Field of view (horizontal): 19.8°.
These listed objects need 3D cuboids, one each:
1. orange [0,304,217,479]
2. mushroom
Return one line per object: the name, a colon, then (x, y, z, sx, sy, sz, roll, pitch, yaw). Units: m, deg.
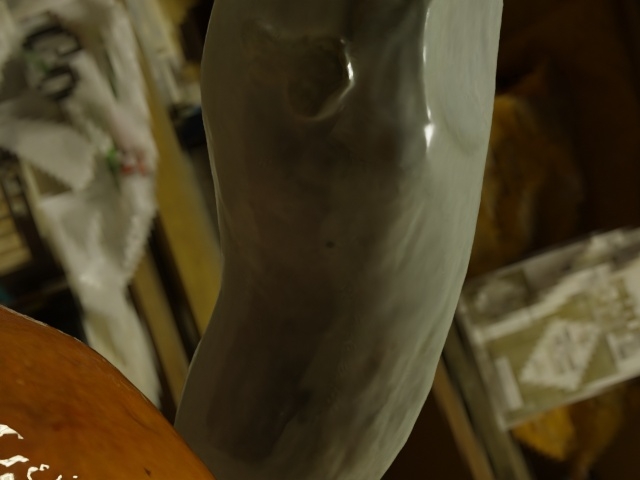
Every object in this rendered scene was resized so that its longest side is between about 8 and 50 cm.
orange: (-0.139, 0.146, 0.596, 0.274, 0.310, 0.274, -56, 158, -36)
mushroom: (0.002, 0.001, 0.685, 0.097, 0.109, 0.351, -97, -166, -53)
